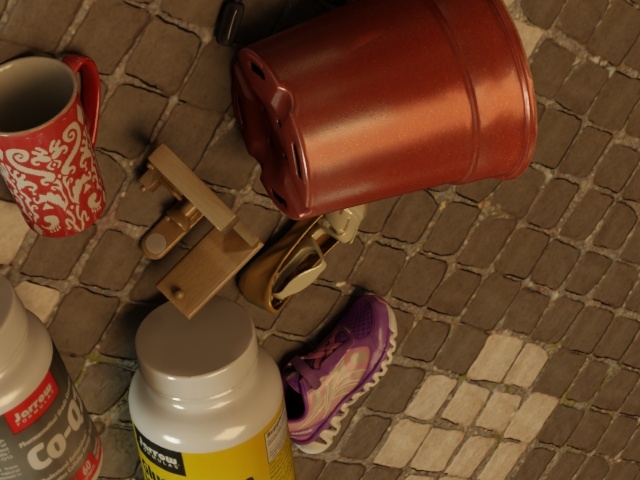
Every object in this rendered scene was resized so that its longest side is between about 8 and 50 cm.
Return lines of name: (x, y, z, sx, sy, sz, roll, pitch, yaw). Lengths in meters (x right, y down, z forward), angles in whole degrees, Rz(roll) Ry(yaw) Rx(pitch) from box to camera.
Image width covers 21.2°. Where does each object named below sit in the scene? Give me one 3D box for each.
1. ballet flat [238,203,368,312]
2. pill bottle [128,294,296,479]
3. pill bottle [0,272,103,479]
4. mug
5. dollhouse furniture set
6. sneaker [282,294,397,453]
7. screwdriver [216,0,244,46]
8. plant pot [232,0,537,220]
ballet flat: (0.000, 0.000, 2.109, 0.232, 0.073, 0.080, -47, 140, -1)
pill bottle: (-0.132, 0.233, 2.091, 0.188, 0.188, 0.334, -27, 135, -22)
pill bottle: (-0.352, 0.170, 1.873, 0.161, 0.161, 0.283, -33, 138, -16)
mug: (-0.270, -0.100, 1.775, 0.150, 0.113, 0.169, -31, 140, -16)
dollhouse furniture set: (-0.161, -0.008, 1.913, 0.123, 0.144, 0.151, -45, 175, -2)
sneaker: (0.008, 0.171, 2.241, 0.104, 0.095, 0.236, 22, 106, -40)
screwdriver: (-0.080, -0.291, 1.859, 0.025, 0.024, 0.170, -22, 134, -69)
plant pot: (0.059, -0.156, 1.916, 0.265, 0.272, 0.272, -20, 133, -17)
